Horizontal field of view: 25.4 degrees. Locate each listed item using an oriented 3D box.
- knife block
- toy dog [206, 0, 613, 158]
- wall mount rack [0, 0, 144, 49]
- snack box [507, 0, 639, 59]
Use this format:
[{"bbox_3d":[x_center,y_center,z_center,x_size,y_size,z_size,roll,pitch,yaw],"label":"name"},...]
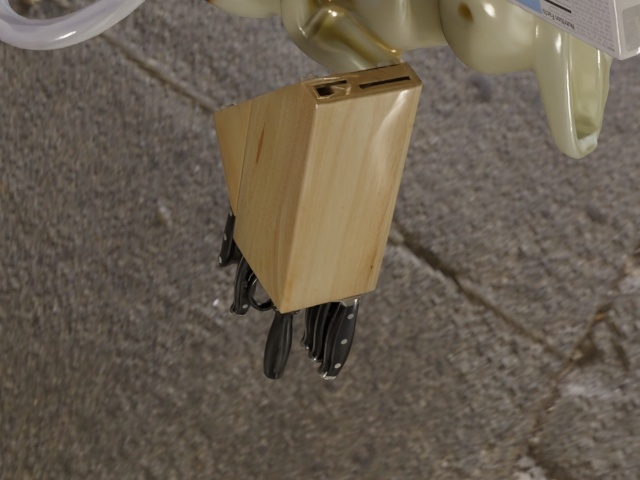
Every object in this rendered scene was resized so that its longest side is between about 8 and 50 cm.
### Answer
[{"bbox_3d":[0.000,0.000,1.109,0.088,0.276,0.242,-14,93,-24],"label":"knife block"},{"bbox_3d":[0.036,-0.265,1.146,0.408,0.395,0.284,9,66,28],"label":"toy dog"},{"bbox_3d":[-0.013,-0.203,0.536,0.350,0.130,0.304,-42,48,2],"label":"wall mount rack"},{"bbox_3d":[0.077,-0.125,0.554,0.022,0.178,0.064,-20,117,-11],"label":"snack box"}]
